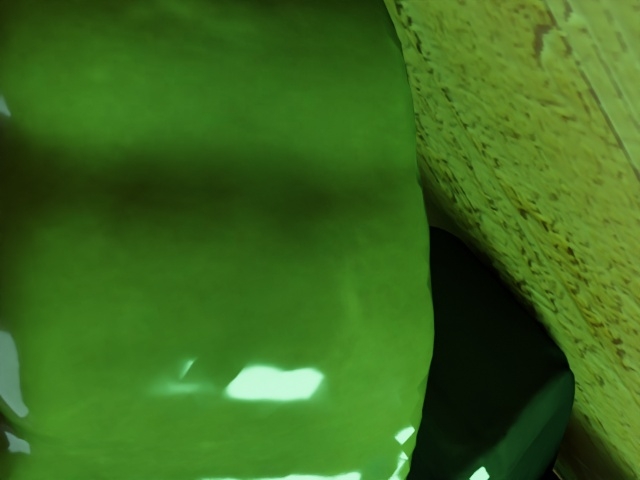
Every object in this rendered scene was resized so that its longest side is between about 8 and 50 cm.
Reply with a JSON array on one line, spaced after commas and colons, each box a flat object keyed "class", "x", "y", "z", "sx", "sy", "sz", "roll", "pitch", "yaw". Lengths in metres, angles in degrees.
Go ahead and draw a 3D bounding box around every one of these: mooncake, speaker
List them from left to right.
[{"class": "mooncake", "x": -0.112, "y": -0.003, "z": 0.606, "sx": 0.378, "sy": 0.200, "sz": 0.379, "roll": 18, "pitch": 110, "yaw": 61}, {"class": "speaker", "x": 0.100, "y": 0.126, "z": 0.795, "sx": 0.180, "sy": 0.184, "sz": 0.388, "roll": 49, "pitch": 162, "yaw": 28}]
